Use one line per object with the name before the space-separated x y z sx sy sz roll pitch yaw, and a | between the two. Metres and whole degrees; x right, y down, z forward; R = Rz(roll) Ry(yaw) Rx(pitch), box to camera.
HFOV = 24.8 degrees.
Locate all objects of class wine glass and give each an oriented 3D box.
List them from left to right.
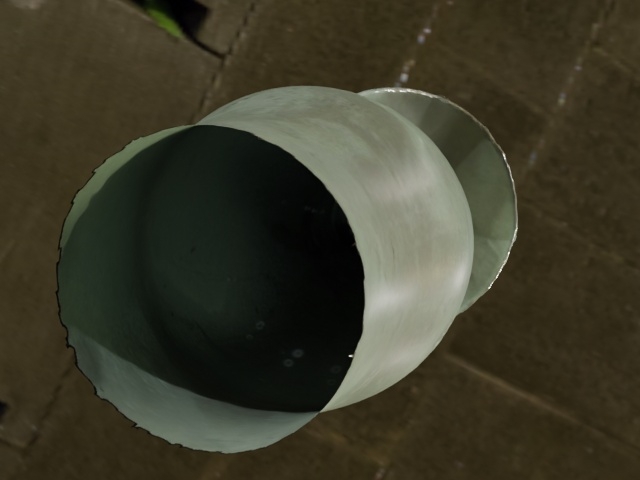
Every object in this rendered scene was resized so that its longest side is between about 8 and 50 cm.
wine glass | 0.000 0.000 0.423 0.093 0.202 0.092 2 97 14
